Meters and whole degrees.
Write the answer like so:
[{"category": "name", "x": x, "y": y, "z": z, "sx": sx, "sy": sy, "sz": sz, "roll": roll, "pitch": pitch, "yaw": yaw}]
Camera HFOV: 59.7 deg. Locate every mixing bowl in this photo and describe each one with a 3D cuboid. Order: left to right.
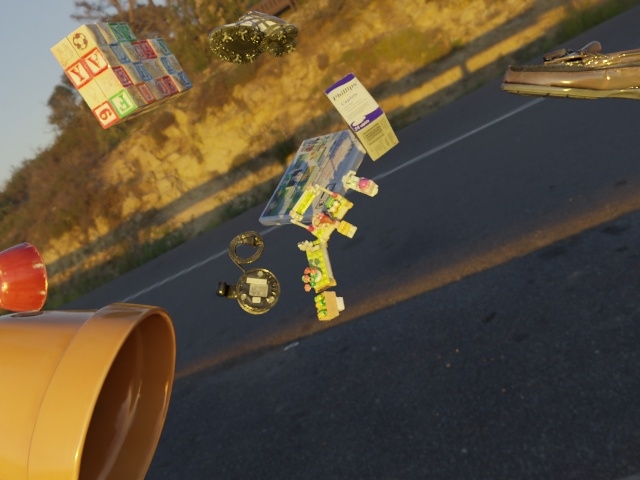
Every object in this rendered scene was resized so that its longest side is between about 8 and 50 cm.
[{"category": "mixing bowl", "x": -0.772, "y": 0.099, "z": 1.383, "sx": 0.181, "sy": 0.182, "sz": 0.098, "roll": -19, "pitch": -7, "yaw": 36}]

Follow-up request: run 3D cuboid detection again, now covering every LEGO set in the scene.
[{"category": "LEGO set", "x": 0.000, "y": 0.000, "z": 1.053, "sx": 0.132, "sy": 0.107, "sz": 0.287, "roll": 15, "pitch": 85, "yaw": 36}]

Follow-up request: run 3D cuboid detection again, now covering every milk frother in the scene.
[{"category": "milk frother", "x": -0.135, "y": 0.068, "z": 1.121, "sx": 0.135, "sy": 0.129, "sz": 0.143, "roll": 134, "pitch": 159, "yaw": -77}]

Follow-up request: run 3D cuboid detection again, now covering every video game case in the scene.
[{"category": "video game case", "x": -0.011, "y": -0.187, "z": 1.635, "sx": 0.299, "sy": 0.036, "sz": 0.329, "roll": -2, "pitch": 53, "yaw": 47}]

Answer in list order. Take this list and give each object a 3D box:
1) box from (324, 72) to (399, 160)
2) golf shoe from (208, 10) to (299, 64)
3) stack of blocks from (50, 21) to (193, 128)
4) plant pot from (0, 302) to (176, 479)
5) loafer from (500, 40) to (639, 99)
[{"category": "box", "x": 0.089, "y": -0.259, "z": 1.173, "sx": 0.072, "sy": 0.137, "sz": 0.126, "roll": -36, "pitch": -28, "yaw": 7}, {"category": "golf shoe", "x": -0.139, "y": -0.389, "z": 1.058, "sx": 0.198, "sy": 0.094, "sz": 0.077, "roll": -18, "pitch": -36, "yaw": -41}, {"category": "stack of blocks", "x": -0.399, "y": -0.358, "z": 1.171, "sx": 0.087, "sy": 0.171, "sz": 0.297, "roll": -26, "pitch": 16, "yaw": 18}, {"category": "plant pot", "x": -0.339, "y": 0.212, "z": 0.733, "sx": 0.203, "sy": 0.291, "sz": 0.291, "roll": 10, "pitch": 22, "yaw": 3}, {"category": "loafer", "x": 0.436, "y": -0.262, "z": 0.850, "sx": 0.302, "sy": 0.095, "sz": 0.109, "roll": 7, "pitch": 14, "yaw": 15}]
